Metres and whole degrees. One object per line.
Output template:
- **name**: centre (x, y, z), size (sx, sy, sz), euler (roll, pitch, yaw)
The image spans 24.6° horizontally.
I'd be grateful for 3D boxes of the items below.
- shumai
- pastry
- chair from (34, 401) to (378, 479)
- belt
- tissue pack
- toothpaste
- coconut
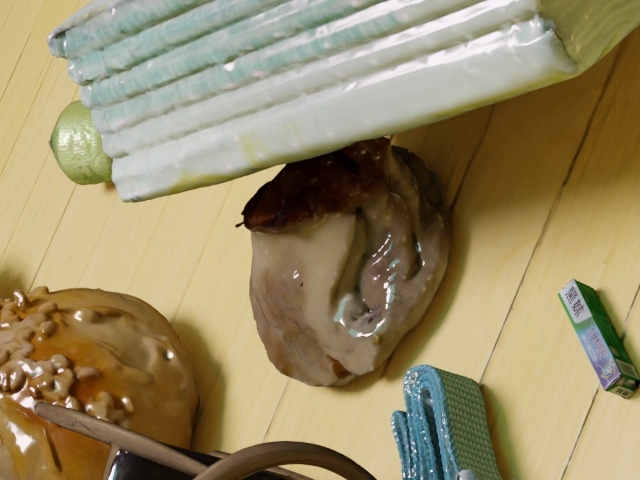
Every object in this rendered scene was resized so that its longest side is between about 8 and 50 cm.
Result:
- **shumai**: centre (0.000, 0.000, 1.059), size (0.201, 0.120, 0.201), euler (-28, 47, 36)
- **pastry**: centre (-0.249, 0.178, 1.212), size (0.316, 0.184, 0.284), euler (-55, 34, 13)
- **chair**: centre (-0.086, 0.211, 0.977), size (0.272, 0.188, 0.166), euler (-5, 68, 55)
- **belt**: centre (0.088, 0.147, 0.897), size (0.100, 0.065, 0.179), euler (-48, 37, 39)
- **tissue pack**: centre (0.045, -0.174, 0.959), size (0.388, 0.162, 0.287), euler (-13, 21, 44)
- **toothpaste**: centre (0.168, 0.059, 0.884), size (0.017, 0.020, 0.083), euler (-50, 36, 26)
- **coconut**: centre (-0.227, -0.098, 1.456), size (0.096, 0.088, 0.088), euler (0, 65, 21)
